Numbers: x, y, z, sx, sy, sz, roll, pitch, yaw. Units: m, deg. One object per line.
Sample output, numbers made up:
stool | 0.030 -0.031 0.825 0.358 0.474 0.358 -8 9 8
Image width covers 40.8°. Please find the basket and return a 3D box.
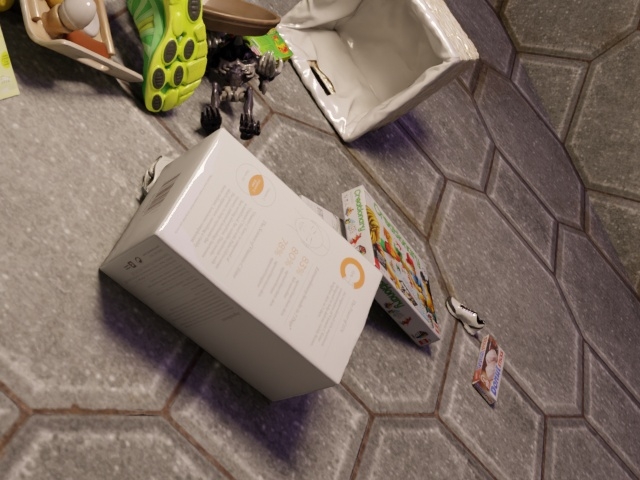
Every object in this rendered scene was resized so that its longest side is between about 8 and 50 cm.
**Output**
basket | 0.138 -0.456 1.975 0.328 0.331 0.266 57 29 2

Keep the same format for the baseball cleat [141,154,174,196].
baseball cleat | -0.213 -0.103 1.403 0.109 0.072 0.206 54 30 -3

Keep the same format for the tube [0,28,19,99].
tube | -0.478 -0.311 1.190 0.070 0.062 0.240 -17 108 -22

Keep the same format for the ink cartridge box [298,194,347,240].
ink cartridge box | 0.000 0.000 1.604 0.150 0.063 0.109 30 40 -38

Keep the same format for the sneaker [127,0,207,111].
sneaker | -0.260 -0.367 1.460 0.109 0.123 0.296 -4 108 -39

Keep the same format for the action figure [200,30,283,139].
action figure | -0.154 -0.317 1.613 0.164 0.141 0.276 9 52 -13

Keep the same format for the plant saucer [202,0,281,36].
plant saucer | -0.213 -0.436 1.625 0.277 0.041 0.278 14 20 -5

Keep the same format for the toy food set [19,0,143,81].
toy food set | -0.377 -0.415 1.356 0.219 0.092 0.306 11 65 -69

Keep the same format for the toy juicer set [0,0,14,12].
toy juicer set | -0.544 -0.397 1.239 0.209 0.089 0.329 57 37 -39

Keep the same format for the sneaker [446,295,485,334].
sneaker | 0.323 0.160 1.916 0.109 0.043 0.040 45 34 -13

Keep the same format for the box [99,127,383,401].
box | -0.106 0.045 1.266 0.345 0.168 0.215 42 51 -21

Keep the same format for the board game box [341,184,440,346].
board game box | 0.139 0.055 1.678 0.305 0.053 0.193 47 28 -45

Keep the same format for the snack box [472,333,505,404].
snack box | 0.370 0.280 1.885 0.064 0.022 0.178 50 31 -11

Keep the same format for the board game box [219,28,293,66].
board game box | -0.135 -0.407 1.828 0.092 0.043 0.181 54 31 -2
